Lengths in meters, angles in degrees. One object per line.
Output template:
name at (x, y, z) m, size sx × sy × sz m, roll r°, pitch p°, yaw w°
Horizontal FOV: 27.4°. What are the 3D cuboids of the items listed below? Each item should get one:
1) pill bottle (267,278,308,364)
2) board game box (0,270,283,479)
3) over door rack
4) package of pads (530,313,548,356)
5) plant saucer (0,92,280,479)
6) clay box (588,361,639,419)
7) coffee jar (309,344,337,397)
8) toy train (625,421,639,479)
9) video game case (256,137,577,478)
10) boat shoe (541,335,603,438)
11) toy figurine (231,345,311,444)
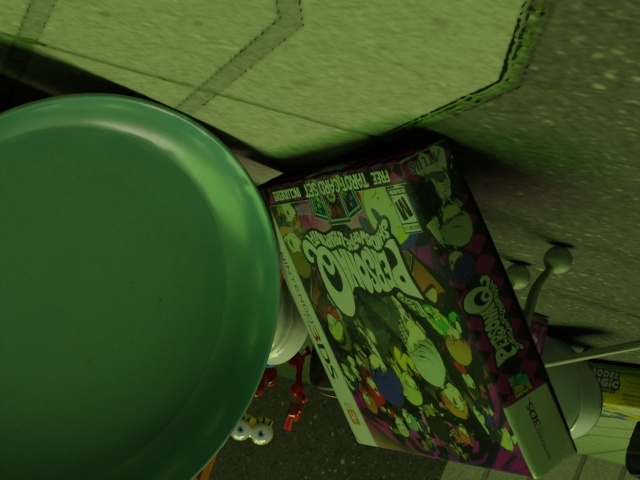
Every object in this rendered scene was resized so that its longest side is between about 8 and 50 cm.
pill bottle at (-0.117, 0.059, 1.346) m, size 0.216 × 0.121 × 0.121 m, roll 22°, pitch 167°, yaw -40°
board game box at (-0.318, 0.104, 1.044) m, size 0.356 × 0.356 × 0.356 m, roll 27°, pitch 169°, yaw -39°
over door rack at (0.205, 0.073, 1.074) m, size 0.324 × 0.108 × 0.239 m, roll 1°, pitch 171°, yaw -7°
package of pads at (0.195, 0.100, 1.342) m, size 0.032 × 0.050 × 0.083 m, roll 18°, pitch 170°, yaw -23°
plant saucer at (-0.169, 0.055, 0.871) m, size 0.318 × 0.317 × 0.044 m, roll 22°, pitch -177°, yaw -40°
clay box at (0.345, 0.180, 1.579) m, size 0.127 × 0.053 × 0.222 m, roll 23°, pitch 168°, yaw -41°
coffee jar at (0.046, 0.193, 1.950) m, size 0.079 × 0.096 × 0.184 m, roll 2°, pitch 166°, yaw 21°
toy train at (0.573, 0.316, 1.815) m, size 0.190 × 0.142 × 0.334 m, roll 27°, pitch 167°, yaw -15°
video game case at (0.051, 0.046, 0.868) m, size 0.042 × 0.210 × 0.232 m, roll -28°, pitch -170°, yaw -24°
boat shoe at (0.246, 0.161, 1.447) m, size 0.105 × 0.113 × 0.306 m, roll 10°, pitch 175°, yaw -17°
toy figurine at (-0.171, 0.107, 1.813) m, size 0.363 × 0.191 × 0.217 m, roll 21°, pitch 140°, yaw 3°
